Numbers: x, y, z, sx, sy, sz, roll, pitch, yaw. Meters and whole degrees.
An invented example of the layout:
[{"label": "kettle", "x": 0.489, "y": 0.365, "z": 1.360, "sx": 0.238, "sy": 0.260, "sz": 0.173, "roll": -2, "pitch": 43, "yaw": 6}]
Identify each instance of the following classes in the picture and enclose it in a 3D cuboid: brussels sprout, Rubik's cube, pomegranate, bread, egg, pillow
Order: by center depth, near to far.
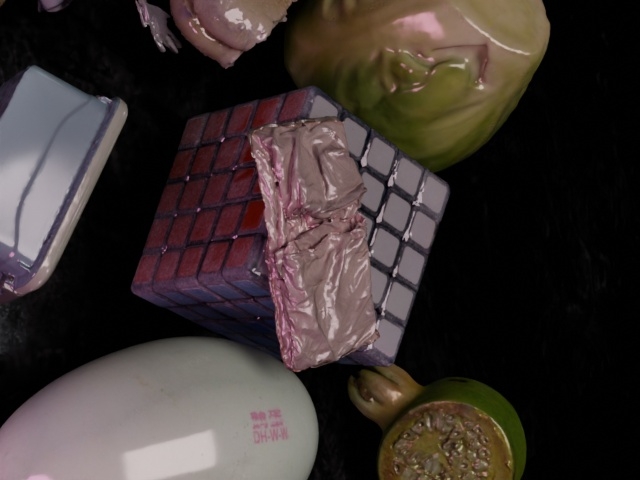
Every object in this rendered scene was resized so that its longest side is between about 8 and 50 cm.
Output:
[{"label": "pillow", "x": 0.000, "y": 0.000, "z": 1.336, "sx": 0.135, "sy": 0.049, "sz": 0.248, "roll": -12, "pitch": 97, "yaw": -45}, {"label": "egg", "x": -0.166, "y": 0.219, "z": 1.355, "sx": 0.371, "sy": 0.230, "sz": 0.230, "roll": -9, "pitch": 92, "yaw": -38}, {"label": "Rubik's cube", "x": -0.032, "y": -0.007, "z": 1.494, "sx": 0.237, "sy": 0.237, "sz": 0.238, "roll": 30, "pitch": 68, "yaw": -34}, {"label": "bread", "x": -0.092, "y": -0.341, "z": 1.533, "sx": 0.183, "sy": 0.102, "sz": 0.337, "roll": 42, "pitch": 41, "yaw": -11}, {"label": "brussels sprout", "x": 0.118, "y": -0.226, "z": 1.571, "sx": 0.289, "sy": 0.355, "sz": 0.281, "roll": -29, "pitch": 95, "yaw": -31}, {"label": "pomegranate", "x": 0.145, "y": 0.258, "z": 1.707, "sx": 0.159, "sy": 0.241, "sz": 0.190, "roll": -50, "pitch": 150, "yaw": -73}]

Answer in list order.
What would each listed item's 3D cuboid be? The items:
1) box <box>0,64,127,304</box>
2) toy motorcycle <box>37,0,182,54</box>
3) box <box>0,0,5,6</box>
[{"label": "box", "x": -0.296, "y": -0.055, "z": 1.313, "sx": 0.130, "sy": 0.162, "sz": 0.227, "roll": 32, "pitch": 64, "yaw": -25}, {"label": "toy motorcycle", "x": -0.274, "y": -0.347, "z": 1.361, "sx": 0.207, "sy": 0.134, "sz": 0.401, "roll": -89, "pitch": 159, "yaw": -49}, {"label": "box", "x": -0.424, "y": -0.226, "z": 1.216, "sx": 0.184, "sy": 0.143, "sz": 0.273, "roll": 46, "pitch": 57, "yaw": -29}]
